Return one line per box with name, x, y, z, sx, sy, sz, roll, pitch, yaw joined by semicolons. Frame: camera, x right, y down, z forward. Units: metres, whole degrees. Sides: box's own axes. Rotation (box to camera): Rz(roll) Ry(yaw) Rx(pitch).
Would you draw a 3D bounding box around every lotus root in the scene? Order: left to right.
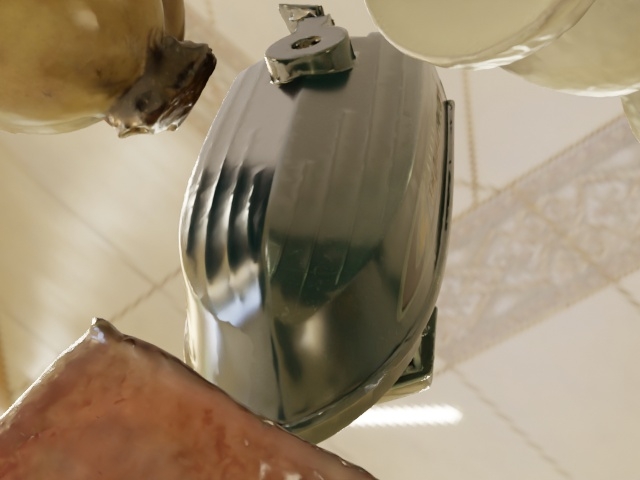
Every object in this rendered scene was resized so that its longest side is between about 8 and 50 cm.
lotus root;-0.165;-0.132;0.766;0.257;0.154;0.140;40;110;6

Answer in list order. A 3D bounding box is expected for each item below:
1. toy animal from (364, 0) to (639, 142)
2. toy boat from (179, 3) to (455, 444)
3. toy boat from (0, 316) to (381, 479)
toy animal;0.116;-0.095;0.645;0.221;0.130;0.104;17;124;-47
toy boat;0.001;0.002;0.758;0.114;0.296;0.122;-11;118;12
toy boat;-0.069;0.187;0.545;0.206;0.282;0.096;33;168;-11
